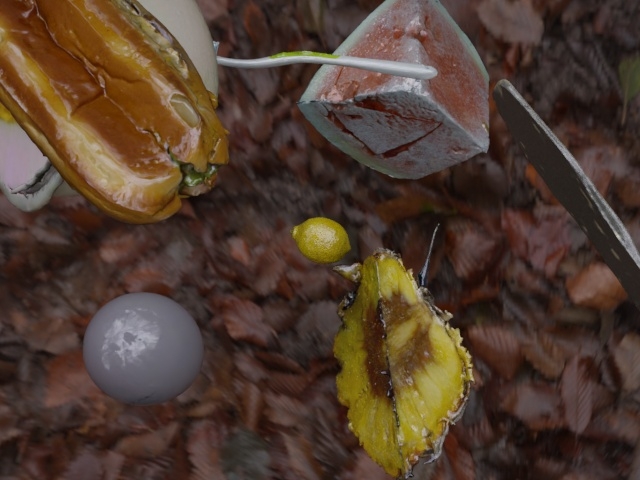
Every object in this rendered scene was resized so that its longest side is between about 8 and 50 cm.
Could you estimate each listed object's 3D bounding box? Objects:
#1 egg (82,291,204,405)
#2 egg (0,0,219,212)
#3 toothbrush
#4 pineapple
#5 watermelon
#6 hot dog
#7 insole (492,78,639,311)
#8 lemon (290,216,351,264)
[{"bbox_3d":[-0.225,0.141,1.647,0.146,0.199,0.146,-5,76,20],"label":"egg"},{"bbox_3d":[-0.195,-0.168,1.107,0.286,0.174,0.264,58,132,34],"label":"egg"},{"bbox_3d":[-0.008,-0.182,1.315,0.263,0.022,0.026,6,112,-7],"label":"toothbrush"},{"bbox_3d":[0.107,0.163,1.732,0.158,0.161,0.334,-5,72,-29],"label":"pineapple"},{"bbox_3d":[0.137,-0.222,1.782,0.213,0.201,0.261,41,79,-26],"label":"watermelon"},{"bbox_3d":[-0.155,-0.115,0.824,0.115,0.072,0.269,-40,62,0],"label":"hot dog"},{"bbox_3d":[0.207,-0.022,0.973,0.011,0.081,0.248,-33,84,-7],"label":"insole"},{"bbox_3d":[0.000,0.000,1.661,0.083,0.062,0.062,15,77,1],"label":"lemon"}]
